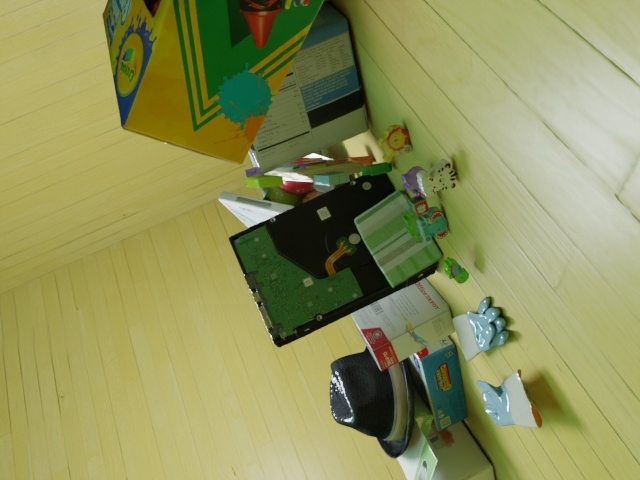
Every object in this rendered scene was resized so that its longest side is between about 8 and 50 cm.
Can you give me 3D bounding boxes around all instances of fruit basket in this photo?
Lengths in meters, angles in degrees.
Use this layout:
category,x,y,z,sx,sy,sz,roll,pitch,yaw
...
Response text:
category,x,y,z,sx,sy,sz,roll,pitch,yaw
fruit basket,-0.047,-0.158,1.534,0.327,0.165,0.353,22,148,20

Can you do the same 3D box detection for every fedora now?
category,x,y,z,sx,sy,sz,roll,pitch,yaw
fedora,0.107,0.381,1.350,0.334,0.153,0.334,180,90,-77

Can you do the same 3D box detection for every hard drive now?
category,x,y,z,sx,sy,sz,roll,pitch,yaw
hard drive,0.021,0.029,1.051,0.237,0.339,0.064,62,174,22

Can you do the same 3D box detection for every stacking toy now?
category,x,y,z,sx,sy,sz,roll,pitch,yaw
stacking toy,0.165,-0.056,0.839,0.167,0.052,0.221,-119,5,-58

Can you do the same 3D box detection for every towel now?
category,x,y,z,sx,sy,sz,roll,pitch,yaw
towel,0.141,-0.004,0.995,0.152,0.113,0.023,62,-163,20

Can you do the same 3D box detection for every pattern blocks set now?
category,x,y,z,sx,sy,sz,roll,pitch,yaw
pattern blocks set,-0.017,-0.142,1.077,0.325,0.285,0.026,8,110,44

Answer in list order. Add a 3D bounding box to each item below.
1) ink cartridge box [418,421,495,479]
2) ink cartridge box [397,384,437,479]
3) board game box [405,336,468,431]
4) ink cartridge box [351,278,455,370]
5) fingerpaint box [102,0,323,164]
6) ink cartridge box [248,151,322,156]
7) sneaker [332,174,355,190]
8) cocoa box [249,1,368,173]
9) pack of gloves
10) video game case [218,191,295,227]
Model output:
category,x,y,z,sx,sy,sz,roll,pitch,yaw
ink cartridge box,0.325,0.580,1.519,0.384,0.160,0.279,-121,9,-55
ink cartridge box,0.230,0.488,1.308,0.235,0.056,0.171,-123,36,-56
board game box,0.237,0.261,1.348,0.302,0.086,0.308,-120,7,-49
ink cartridge box,0.169,0.168,1.118,0.072,0.175,0.127,66,176,-34
fingerpaint box,-0.150,-0.378,0.721,0.163,0.371,0.445,14,-150,-33
ink cartridge box,-0.137,-0.332,1.685,0.121,0.211,0.289,-123,10,-54
sneaker,0.088,-0.058,1.376,0.227,0.087,0.130,60,169,-5
cocoa box,-0.091,-0.343,1.047,0.228,0.231,0.347,72,172,-46
pack of gloves,0.289,0.195,0.873,0.232,0.046,0.195,92,165,-72
video game case,-0.109,-0.022,1.617,0.300,0.036,0.329,15,158,40
